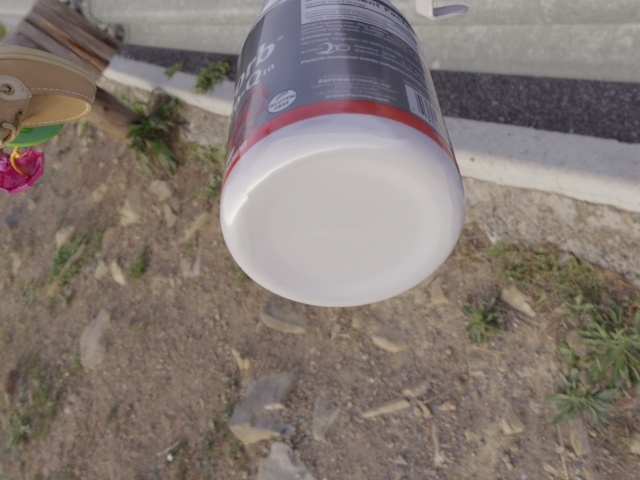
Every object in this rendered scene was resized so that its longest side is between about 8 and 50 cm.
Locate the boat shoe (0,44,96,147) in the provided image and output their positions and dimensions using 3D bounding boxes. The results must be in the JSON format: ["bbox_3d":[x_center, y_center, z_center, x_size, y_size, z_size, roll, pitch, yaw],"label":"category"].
[{"bbox_3d":[-0.399,-0.144,0.719,0.122,0.341,0.110,-32,80,37],"label":"boat shoe"}]

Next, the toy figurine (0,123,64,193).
[{"bbox_3d":[-0.457,-0.137,0.909,0.159,0.173,0.130,121,160,-48],"label":"toy figurine"}]

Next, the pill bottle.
[{"bbox_3d":[0.014,-0.129,0.658,0.210,0.210,0.362,-30,38,24],"label":"pill bottle"}]

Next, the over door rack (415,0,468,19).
[{"bbox_3d":[0.231,-0.192,0.299,0.324,0.108,0.239,-26,34,-7],"label":"over door rack"}]
